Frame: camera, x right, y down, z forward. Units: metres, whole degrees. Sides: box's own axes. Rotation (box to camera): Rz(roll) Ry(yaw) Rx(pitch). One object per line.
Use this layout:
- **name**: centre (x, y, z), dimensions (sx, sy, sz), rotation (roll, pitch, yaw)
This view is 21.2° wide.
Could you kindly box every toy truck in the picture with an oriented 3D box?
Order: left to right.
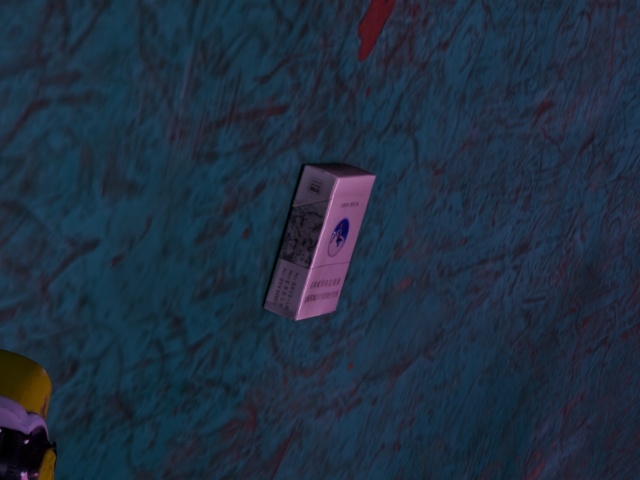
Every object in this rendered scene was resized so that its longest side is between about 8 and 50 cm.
- **toy truck**: centre (-0.137, 0.095, 0.657), dimensions (0.077, 0.076, 0.111), rotation (-69, 171, -67)

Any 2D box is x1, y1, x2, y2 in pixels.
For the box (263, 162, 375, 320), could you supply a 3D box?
- **box**: centre (0.000, 0.000, 0.942), dimensions (0.054, 0.024, 0.083), rotation (-6, 115, -64)
